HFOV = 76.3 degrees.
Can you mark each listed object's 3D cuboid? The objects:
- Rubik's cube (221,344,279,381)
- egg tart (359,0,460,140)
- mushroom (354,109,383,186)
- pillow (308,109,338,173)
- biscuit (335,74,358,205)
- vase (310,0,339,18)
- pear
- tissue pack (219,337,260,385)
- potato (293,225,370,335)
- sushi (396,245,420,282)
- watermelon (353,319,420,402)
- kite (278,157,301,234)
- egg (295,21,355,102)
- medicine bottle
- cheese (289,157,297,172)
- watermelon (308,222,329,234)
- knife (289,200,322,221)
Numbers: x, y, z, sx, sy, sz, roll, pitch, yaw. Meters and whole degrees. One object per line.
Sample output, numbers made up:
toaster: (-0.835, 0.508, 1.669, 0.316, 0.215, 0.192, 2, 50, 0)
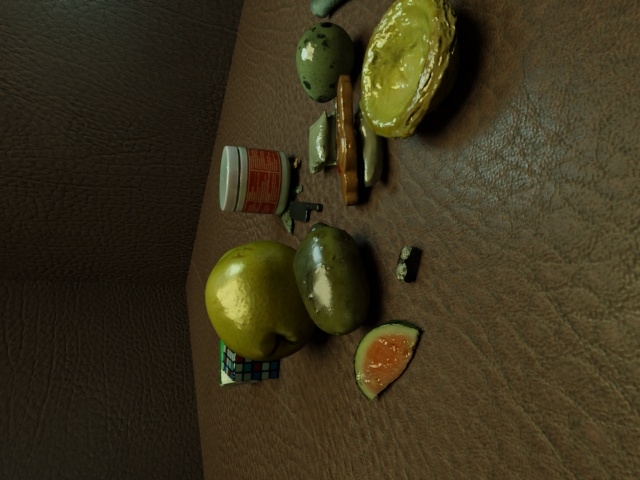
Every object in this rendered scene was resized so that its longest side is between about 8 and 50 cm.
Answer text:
Rubik's cube: (-0.272, 0.436, 1.595, 0.187, 0.182, 0.184, -7, 77, 63)
egg tart: (0.197, -0.364, 0.871, 0.315, 0.120, 0.315, -176, 90, -65)
mushroom: (0.125, -0.237, 1.036, 0.084, 0.071, 0.209, 71, -165, -70)
pillow: (0.004, -0.314, 1.300, 0.134, 0.077, 0.182, -18, 68, 62)
biscuit: (0.066, -0.260, 1.101, 0.202, 0.047, 0.334, -97, 2, -86)
vase: (0.038, -0.800, 1.317, 0.219, 0.096, 0.096, -168, 84, -67)
pear: (-0.175, 0.176, 1.271, 0.418, 0.362, 0.363, 49, 128, 51)
tissue pack: (-0.339, 0.522, 1.784, 0.147, 0.156, 0.209, -20, 60, 22)
potato: (0.032, 0.099, 1.053, 0.210, 0.173, 0.308, -51, 43, 38)
sushi: (0.185, 0.049, 0.894, 0.046, 0.044, 0.084, 30, 110, 61)
watermelon: (0.144, 0.262, 0.933, 0.119, 0.063, 0.245, 47, 123, 34)
kite: (-0.129, -0.164, 1.615, 0.267, 0.013, 0.323, 149, 125, -59)
egg: (0.013, -0.526, 1.219, 0.177, 0.176, 0.228, -115, 23, -46)
medicine bottle: (-0.261, -0.233, 1.597, 0.252, 0.240, 0.253, -177, 90, -69)
cheese: (-0.111, -0.287, 1.577, 0.111, 0.017, 0.047, -18, 69, 62)
watermelon: (0.000, 0.000, 1.245, 0.078, 0.078, 0.111, -169, 80, -64)
knife: (-0.058, -0.102, 1.441, 0.245, 0.019, 0.072, 12, 98, 62)
